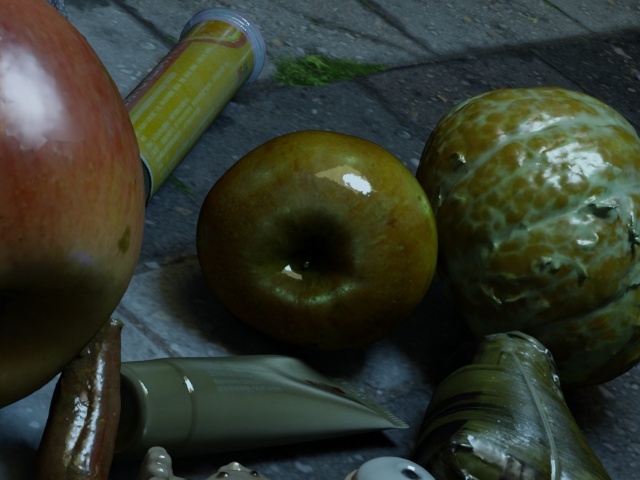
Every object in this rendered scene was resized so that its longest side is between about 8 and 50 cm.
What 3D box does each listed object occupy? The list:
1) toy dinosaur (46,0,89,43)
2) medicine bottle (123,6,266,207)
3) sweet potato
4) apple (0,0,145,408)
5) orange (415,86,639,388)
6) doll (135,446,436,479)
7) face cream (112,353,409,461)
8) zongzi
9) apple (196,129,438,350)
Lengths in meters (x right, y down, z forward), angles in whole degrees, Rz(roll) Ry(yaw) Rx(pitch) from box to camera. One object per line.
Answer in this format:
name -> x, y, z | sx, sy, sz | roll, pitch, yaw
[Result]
toy dinosaur -> -0.366, -0.281, 2.117 | 0.162, 0.077, 0.294 | 9, 45, -39
medicine bottle -> -0.162, -0.146, 2.013 | 0.108, 0.108, 0.426 | 27, 27, 1
sweet potato -> -0.186, 0.178, 1.422 | 0.078, 0.058, 0.255 | -9, 56, 7
apple -> -0.316, -0.030, 1.407 | 0.364, 0.364, 0.364 | 21, 27, -11
orange -> 0.236, -0.007, 1.896 | 0.249, 0.329, 0.329 | -22, 34, 3
doll -> -0.014, 0.234, 1.455 | 0.278, 0.119, 0.154 | 11, 27, -19
face cream -> -0.067, 0.143, 1.622 | 0.137, 0.084, 0.341 | 33, 19, 34
zongzi -> 0.226, 0.221, 1.663 | 0.288, 0.134, 0.286 | 26, 29, 1
apple -> 0.000, 0.000, 1.787 | 0.237, 0.237, 0.207 | 25, 13, -3
